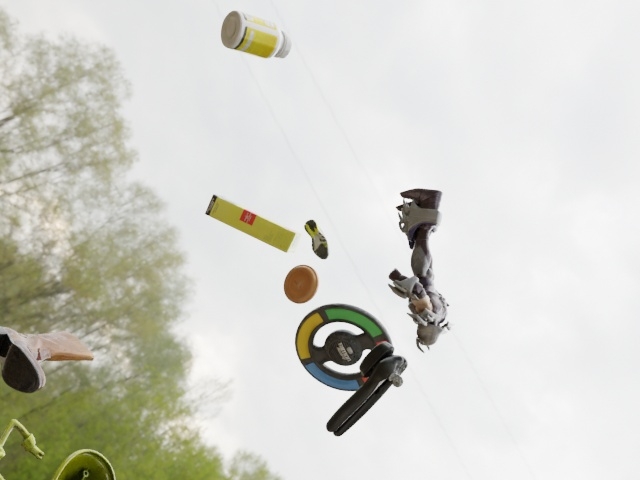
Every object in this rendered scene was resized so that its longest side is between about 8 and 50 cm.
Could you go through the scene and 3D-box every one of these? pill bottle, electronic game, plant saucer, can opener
[{"bbox_3d":[-0.108,-0.350,1.221,0.065,0.116,0.065,-8,-101,49],"label":"pill bottle"},{"bbox_3d":[0.052,0.244,1.600,0.229,0.048,0.229,6,-65,14],"label":"electronic game"},{"bbox_3d":[-0.042,0.090,1.470,0.083,0.083,0.013,36,3,35],"label":"plant saucer"},{"bbox_3d":[0.081,0.266,1.228,0.059,0.186,0.073,38,0,-37],"label":"can opener"}]

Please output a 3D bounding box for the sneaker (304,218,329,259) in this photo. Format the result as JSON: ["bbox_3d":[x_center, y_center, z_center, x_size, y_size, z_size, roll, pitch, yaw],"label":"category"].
[{"bbox_3d":[0.000,0.000,1.240,0.035,0.031,0.083,40,24,-55],"label":"sneaker"}]

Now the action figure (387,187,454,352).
[{"bbox_3d":[0.179,0.058,1.257,0.185,0.099,0.285,45,42,-67],"label":"action figure"}]

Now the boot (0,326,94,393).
[{"bbox_3d":[-0.714,0.314,1.853,0.264,0.280,0.096,22,-89,32],"label":"boot"}]

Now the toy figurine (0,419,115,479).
[{"bbox_3d":[-0.403,0.430,0.839,0.191,0.362,0.217,32,-57,-18],"label":"toy figurine"}]

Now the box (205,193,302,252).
[{"bbox_3d":[-0.165,-0.041,1.759,0.232,0.058,0.087,26,4,11],"label":"box"}]
